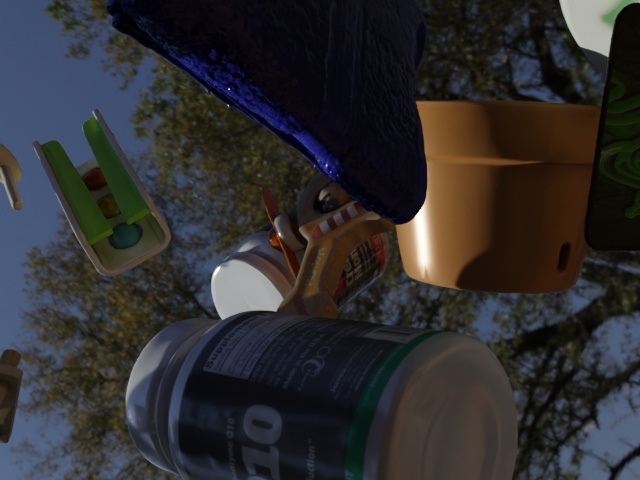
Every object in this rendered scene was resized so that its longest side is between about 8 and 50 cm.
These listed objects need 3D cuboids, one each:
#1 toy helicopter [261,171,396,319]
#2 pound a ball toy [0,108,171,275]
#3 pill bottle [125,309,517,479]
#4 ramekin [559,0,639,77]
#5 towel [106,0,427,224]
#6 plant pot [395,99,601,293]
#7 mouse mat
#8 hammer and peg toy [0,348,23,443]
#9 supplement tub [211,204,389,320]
[{"bbox_3d":[0.000,0.000,1.131,0.140,0.235,0.355,56,-143,-34],"label":"toy helicopter"},{"bbox_3d":[-0.398,-0.070,1.307,0.208,0.319,0.136,-30,-40,-10],"label":"pound a ball toy"},{"bbox_3d":[-0.015,0.174,0.771,0.204,0.361,0.204,-1,-89,-46],"label":"pill bottle"},{"bbox_3d":[0.354,-0.222,0.678,0.148,0.303,0.303,-51,-38,-12],"label":"ramekin"},{"bbox_3d":[-0.021,-0.167,0.602,0.308,0.076,0.228,35,-131,-46],"label":"towel"},{"bbox_3d":[0.202,-0.053,0.937,0.291,0.290,0.204,-4,-81,-50],"label":"plant pot"},{"bbox_3d":[0.259,-0.066,0.513,0.189,0.007,0.153,1,-78,-16],"label":"mouse mat"},{"bbox_3d":[-0.762,0.274,1.524,0.127,0.361,0.266,-84,17,-46],"label":"hammer and peg toy"},{"bbox_3d":[-0.028,0.047,1.327,0.272,0.191,0.191,-36,-44,-43],"label":"supplement tub"}]
